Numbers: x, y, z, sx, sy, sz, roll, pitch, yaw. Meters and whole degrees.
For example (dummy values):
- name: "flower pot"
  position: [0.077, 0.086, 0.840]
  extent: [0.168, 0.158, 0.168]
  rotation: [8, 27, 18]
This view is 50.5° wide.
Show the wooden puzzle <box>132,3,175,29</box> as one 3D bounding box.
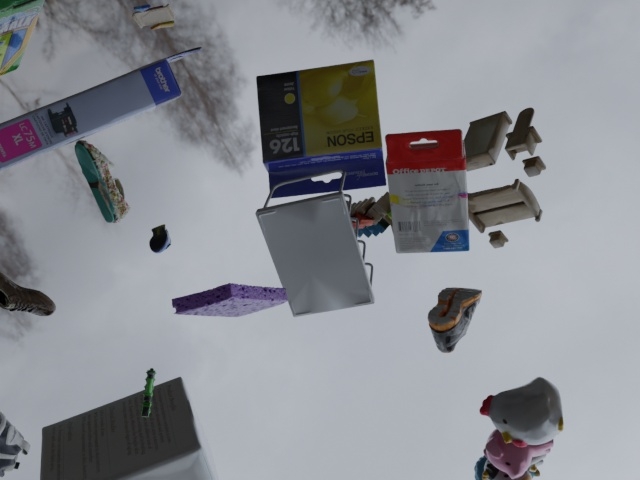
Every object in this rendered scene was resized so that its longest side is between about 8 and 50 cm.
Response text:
- name: "wooden puzzle"
  position: [-0.320, -0.433, 1.306]
  extent: [0.078, 0.014, 0.116]
  rotation: [-16, 178, -8]

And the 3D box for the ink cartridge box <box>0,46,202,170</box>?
- name: "ink cartridge box"
  position: [-0.314, -0.188, 0.964]
  extent: [0.311, 0.065, 0.186]
  rotation: [-29, -163, -13]

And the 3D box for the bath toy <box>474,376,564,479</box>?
- name: "bath toy"
  position: [0.337, 0.354, 1.190]
  extent: [0.129, 0.348, 0.151]
  rotation: [0, -125, 9]

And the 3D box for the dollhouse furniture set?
- name: "dollhouse furniture set"
  position: [0.548, -0.172, 1.908]
  extent: [0.303, 0.355, 0.174]
  rotation: [-12, -139, 46]

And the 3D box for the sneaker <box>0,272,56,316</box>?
- name: "sneaker"
  position: [-0.716, 0.143, 1.594]
  extent: [0.066, 0.188, 0.071]
  rotation: [-38, -146, 26]

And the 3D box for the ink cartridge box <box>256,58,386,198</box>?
- name: "ink cartridge box"
  position: [0.000, -0.275, 1.692]
  extent: [0.303, 0.307, 0.072]
  rotation: [-6, 174, 7]

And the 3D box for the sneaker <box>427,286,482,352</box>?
- name: "sneaker"
  position: [0.278, 0.157, 1.409]
  extent: [0.084, 0.083, 0.215]
  rotation: [1, -160, 33]

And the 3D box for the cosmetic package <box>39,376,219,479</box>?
- name: "cosmetic package"
  position: [-0.478, 0.629, 1.770]
  extent: [0.393, 0.328, 0.329]
  rotation: [-19, -154, -12]

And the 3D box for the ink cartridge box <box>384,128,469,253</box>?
- name: "ink cartridge box"
  position: [0.189, -0.095, 1.187]
  extent: [0.134, 0.231, 0.078]
  rotation: [-2, -150, 13]

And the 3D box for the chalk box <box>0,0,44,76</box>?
- name: "chalk box"
  position: [-0.539, -0.359, 0.986]
  extent: [0.179, 0.180, 0.289]
  rotation: [-42, -173, -37]

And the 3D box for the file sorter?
- name: "file sorter"
  position: [0.000, 0.000, 1.543]
  extent: [0.192, 0.278, 0.173]
  rotation: [-11, -152, 13]

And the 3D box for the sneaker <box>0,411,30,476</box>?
- name: "sneaker"
  position: [-0.648, 0.399, 1.271]
  extent: [0.235, 0.153, 0.094]
  rotation: [-28, -145, 13]

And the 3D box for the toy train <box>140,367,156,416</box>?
- name: "toy train"
  position: [-0.290, 0.257, 1.143]
  extent: [0.017, 0.083, 0.023]
  rotation: [8, -175, -12]

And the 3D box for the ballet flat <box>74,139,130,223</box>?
- name: "ballet flat"
  position: [-0.565, -0.159, 1.770]
  extent: [0.091, 0.241, 0.077]
  rotation: [9, -146, 36]

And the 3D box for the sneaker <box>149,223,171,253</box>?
- name: "sneaker"
  position: [-0.439, 0.006, 1.882]
  extent: [0.053, 0.059, 0.144]
  rotation: [-16, -154, -1]

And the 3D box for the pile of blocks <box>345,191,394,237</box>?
- name: "pile of blocks"
  position: [0.157, -0.052, 1.875]
  extent: [0.362, 0.149, 0.112]
  rotation: [-7, -157, 32]

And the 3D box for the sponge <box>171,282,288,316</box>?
- name: "sponge"
  position: [-0.156, 0.108, 1.214]
  extent: [0.117, 0.031, 0.210]
  rotation: [-17, 166, 21]
